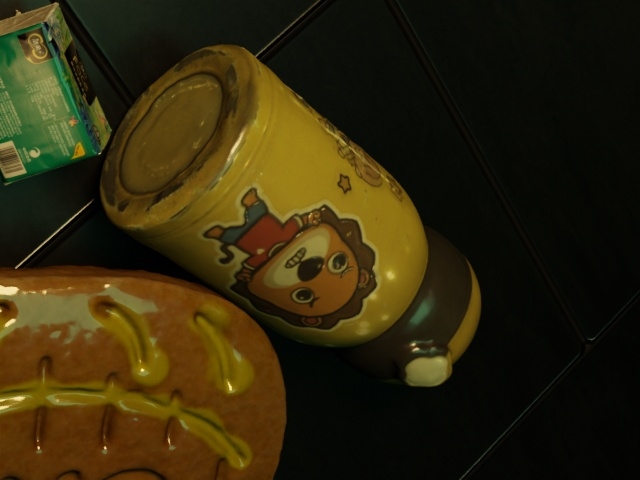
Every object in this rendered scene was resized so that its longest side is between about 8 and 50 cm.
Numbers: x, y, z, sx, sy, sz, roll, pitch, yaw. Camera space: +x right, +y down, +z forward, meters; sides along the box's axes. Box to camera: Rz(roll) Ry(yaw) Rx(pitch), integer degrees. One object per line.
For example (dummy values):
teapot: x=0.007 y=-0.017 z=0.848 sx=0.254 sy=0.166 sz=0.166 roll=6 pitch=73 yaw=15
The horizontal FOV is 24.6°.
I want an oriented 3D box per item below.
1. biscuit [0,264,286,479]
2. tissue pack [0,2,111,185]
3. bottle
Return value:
biscuit: x=-0.213 y=0.179 z=1.147 sx=0.394 sy=0.070 sz=0.350 roll=-5 pitch=119 yaw=-23
tissue pack: x=-0.217 y=-0.115 z=1.111 sx=0.085 sy=0.079 sz=0.111 roll=-16 pitch=115 yaw=9
bottle: x=0.000 y=0.000 z=1.222 sx=0.351 sy=0.171 sz=0.171 roll=36 pitch=82 yaw=-34
